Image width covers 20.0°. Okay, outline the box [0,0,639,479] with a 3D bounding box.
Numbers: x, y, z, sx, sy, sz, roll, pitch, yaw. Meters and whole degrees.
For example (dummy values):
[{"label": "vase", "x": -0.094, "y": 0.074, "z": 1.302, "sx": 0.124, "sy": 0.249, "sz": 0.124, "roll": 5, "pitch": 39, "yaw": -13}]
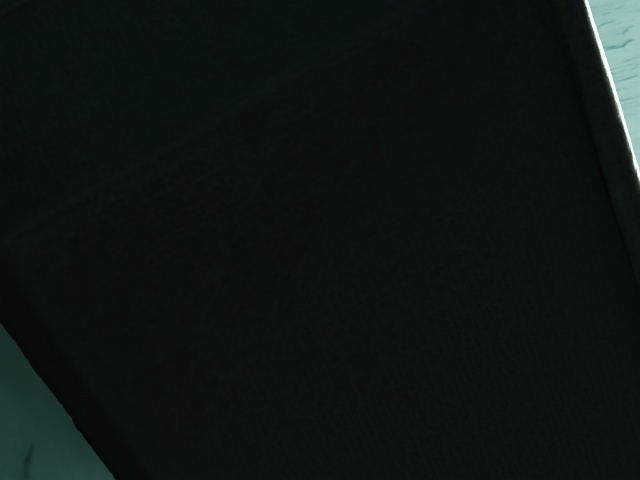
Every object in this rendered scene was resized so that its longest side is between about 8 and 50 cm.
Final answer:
[{"label": "box", "x": 0.001, "y": -0.001, "z": 0.716, "sx": 0.345, "sy": 0.204, "sz": 0.251, "roll": 64, "pitch": -1, "yaw": -40}]
